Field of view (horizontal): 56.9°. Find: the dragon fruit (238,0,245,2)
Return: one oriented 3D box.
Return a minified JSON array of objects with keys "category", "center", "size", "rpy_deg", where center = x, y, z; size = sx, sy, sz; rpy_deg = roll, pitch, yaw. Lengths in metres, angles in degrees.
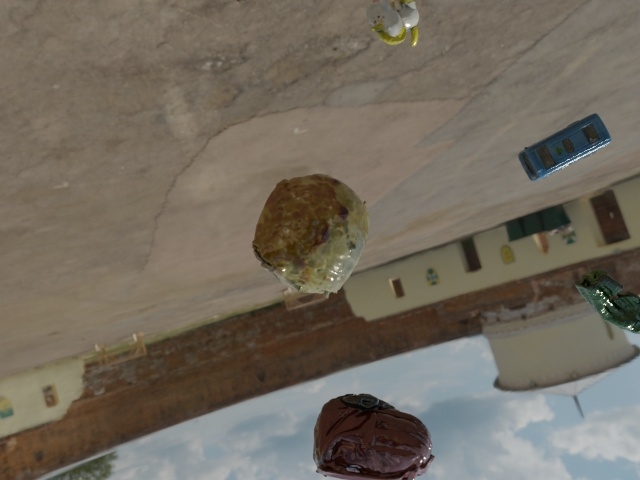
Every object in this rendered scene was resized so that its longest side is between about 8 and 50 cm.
[{"category":"dragon fruit","center":[-0.168,-0.593,1.317],"size":[0.102,0.096,0.147],"rpy_deg":[-45,171,-20]}]

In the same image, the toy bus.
[{"category":"toy bus","center":[0.248,-0.094,0.602],"size":[0.083,0.038,0.046],"rpy_deg":[-28,177,13]}]

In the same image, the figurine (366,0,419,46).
[{"category":"figurine","center":[0.180,-0.546,1.471],"size":[0.178,0.129,0.109],"rpy_deg":[-23,174,-45]}]

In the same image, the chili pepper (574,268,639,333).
[{"category":"chili pepper","center":[0.739,0.157,1.479],"size":[0.099,0.253,0.083],"rpy_deg":[-48,-155,24]}]

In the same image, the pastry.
[{"category":"pastry","center":[0.000,-0.009,1.246],"size":[0.237,0.256,0.170],"rpy_deg":[33,178,-44]}]

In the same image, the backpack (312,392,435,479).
[{"category":"backpack","center":[0.094,0.368,1.051],"size":[0.229,0.138,0.229],"rpy_deg":[5,141,4]}]
